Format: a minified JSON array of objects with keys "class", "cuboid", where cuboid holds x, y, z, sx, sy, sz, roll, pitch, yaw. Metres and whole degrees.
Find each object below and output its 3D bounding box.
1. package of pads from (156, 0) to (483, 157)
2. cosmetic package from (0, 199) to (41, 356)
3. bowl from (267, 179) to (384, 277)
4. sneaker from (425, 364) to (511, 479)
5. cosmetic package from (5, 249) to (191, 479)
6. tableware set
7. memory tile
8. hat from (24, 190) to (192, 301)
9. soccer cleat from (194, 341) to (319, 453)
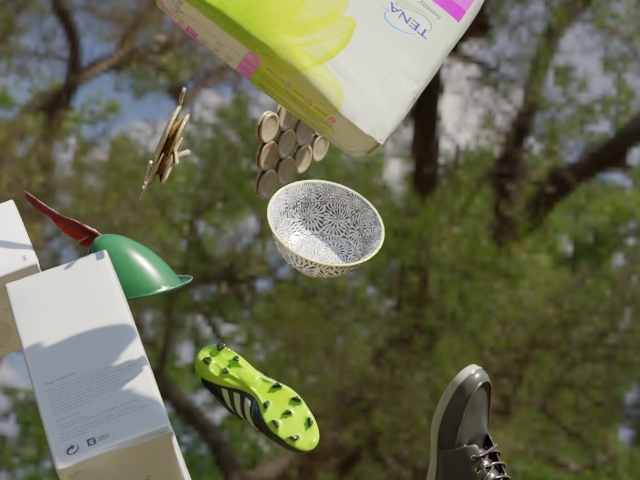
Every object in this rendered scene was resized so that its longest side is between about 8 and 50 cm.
[{"class":"package of pads","cuboid":[-0.003,-0.255,1.800,0.296,0.229,0.101,36,-14,-6]},{"class":"cosmetic package","cuboid":[-0.552,0.081,2.685,0.224,0.138,0.224,-21,-29,-11]},{"class":"bowl","cuboid":[0.000,0.000,2.427,0.170,0.170,0.080,9,-45,-9]},{"class":"sneaker","cuboid":[0.191,0.258,1.962,0.118,0.222,0.083,24,27,34]},{"class":"cosmetic package","cuboid":[-0.282,0.216,2.216,0.156,0.385,0.217,-19,-49,-6]},{"class":"tableware set","cuboid":[-0.205,-0.125,2.365,0.039,0.128,0.194,24,-16,-3]},{"class":"memory tile","cuboid":[-0.033,-0.123,2.019,0.012,0.148,0.113,21,-54,28]},{"class":"hat","cuboid":[-0.312,-0.005,2.568,0.208,0.183,0.173,-14,7,-20]},{"class":"soccer cleat","cuboid":[-0.073,0.188,1.967,0.179,0.060,0.072,39,-31,17]}]
